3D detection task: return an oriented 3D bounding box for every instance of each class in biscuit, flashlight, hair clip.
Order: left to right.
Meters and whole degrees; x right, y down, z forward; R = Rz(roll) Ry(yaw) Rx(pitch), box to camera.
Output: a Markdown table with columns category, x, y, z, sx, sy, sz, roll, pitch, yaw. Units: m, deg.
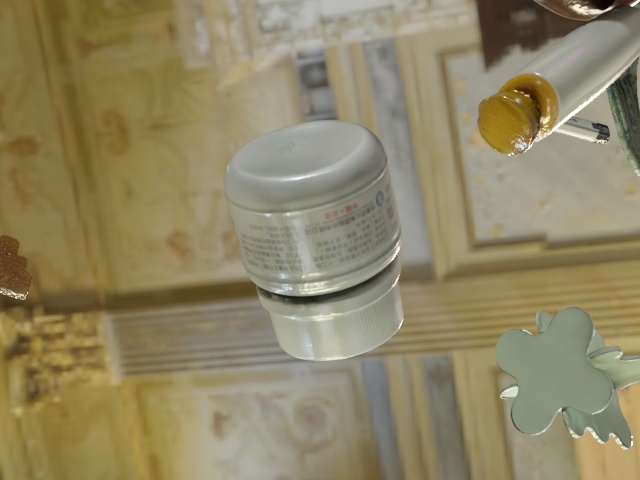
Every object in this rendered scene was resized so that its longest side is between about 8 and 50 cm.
| category | x | y | z | sx | sy | sz | roll | pitch | yaw |
| --- | --- | --- | --- | --- | --- | --- | --- | --- | --- |
| biscuit | -0.293 | 0.023 | 1.376 | 0.082 | 0.092 | 0.016 | -14 | -38 | -53 |
| flashlight | 0.253 | -0.115 | 1.535 | 0.083 | 0.018 | 0.018 | 12 | -131 | -22 |
| hair clip | 0.324 | -0.176 | 1.602 | 0.066 | 0.036 | 0.229 | -30 | -59 | -42 |

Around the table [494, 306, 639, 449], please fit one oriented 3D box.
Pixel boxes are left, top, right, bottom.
| category | x | y | z | sx | sy | sz | roll | pitch | yaw |
| --- | --- | --- | --- | --- | --- | --- | --- | --- | --- |
| table | 0.333 | 0.176 | 1.906 | 0.198 | 0.166 | 0.166 | 19 | -114 | -53 |

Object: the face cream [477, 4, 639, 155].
| category | x | y | z | sx | sy | sz | roll | pitch | yaw |
| --- | --- | --- | --- | --- | --- | --- | --- | --- | --- |
| face cream | 0.183 | -0.122 | 1.126 | 0.051 | 0.072 | 0.182 | 49 | -129 | 4 |

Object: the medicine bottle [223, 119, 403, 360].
| category | x | y | z | sx | sy | sz | roll | pitch | yaw |
| --- | --- | --- | --- | --- | --- | --- | --- | --- | --- |
| medicine bottle | 0.000 | 0.000 | 2.269 | 0.245 | 0.245 | 0.306 | -61 | -37 | -56 |

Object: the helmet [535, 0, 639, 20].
| category | x | y | z | sx | sy | sz | roll | pitch | yaw |
| --- | --- | --- | --- | --- | --- | --- | --- | --- | --- |
| helmet | 0.222 | -0.231 | 1.212 | 0.106 | 0.155 | 0.175 | 45 | -140 | -34 |
